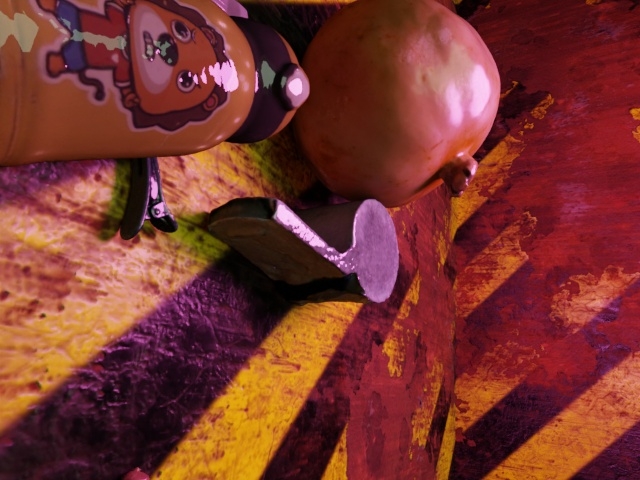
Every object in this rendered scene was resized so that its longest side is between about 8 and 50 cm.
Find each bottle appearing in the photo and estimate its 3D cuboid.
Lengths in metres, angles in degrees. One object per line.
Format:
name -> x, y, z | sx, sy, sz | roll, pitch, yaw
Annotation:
bottle -> -0.158, -0.169, 0.414 | 0.351, 0.172, 0.171 | -20, 104, -50

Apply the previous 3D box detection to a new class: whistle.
whistle -> -0.007, 0.028, 0.719 | 0.405, 0.168, 0.188 | -3, 88, -56

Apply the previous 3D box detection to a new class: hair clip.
hair clip -> -0.222, -0.117, 0.493 | 0.070, 0.039, 0.229 | -16, 96, -59

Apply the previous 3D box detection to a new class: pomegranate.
pomegranate -> 0.145, -0.237, 0.801 | 0.412, 0.412, 0.410 | 12, 76, -60

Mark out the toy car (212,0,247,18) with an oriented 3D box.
toy car -> -0.185, -0.287, 0.495 | 0.210, 0.108, 0.089 | 18, 71, -59

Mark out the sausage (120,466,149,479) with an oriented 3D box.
sausage -> -0.214, 0.326, 0.449 | 0.030, 0.035, 0.146 | 20, 69, -36
